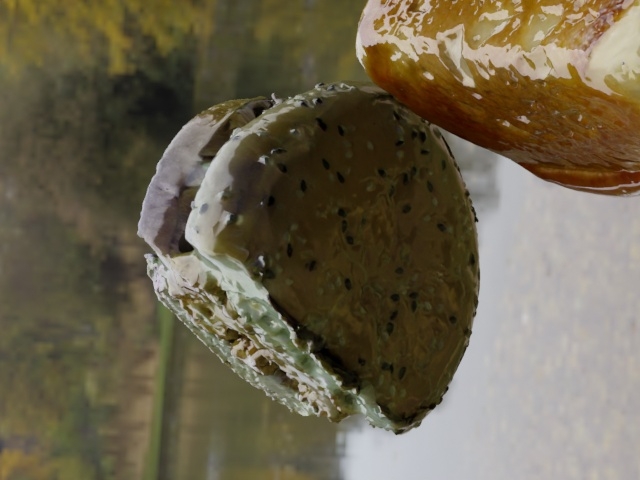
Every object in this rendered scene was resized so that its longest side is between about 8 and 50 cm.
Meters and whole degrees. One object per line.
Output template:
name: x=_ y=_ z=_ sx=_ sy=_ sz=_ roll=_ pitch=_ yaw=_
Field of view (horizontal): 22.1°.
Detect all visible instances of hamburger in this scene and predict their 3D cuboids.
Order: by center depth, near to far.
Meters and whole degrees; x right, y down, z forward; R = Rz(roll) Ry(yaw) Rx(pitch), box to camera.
hamburger: x=0.000 y=0.000 z=1.467 sx=0.195 sy=0.318 sz=0.277 roll=-3 pitch=53 yaw=47

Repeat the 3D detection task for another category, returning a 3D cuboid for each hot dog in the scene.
hot dog: x=0.217 y=-0.156 z=1.298 sx=0.405 sy=0.223 sz=0.185 roll=15 pitch=72 yaw=58
